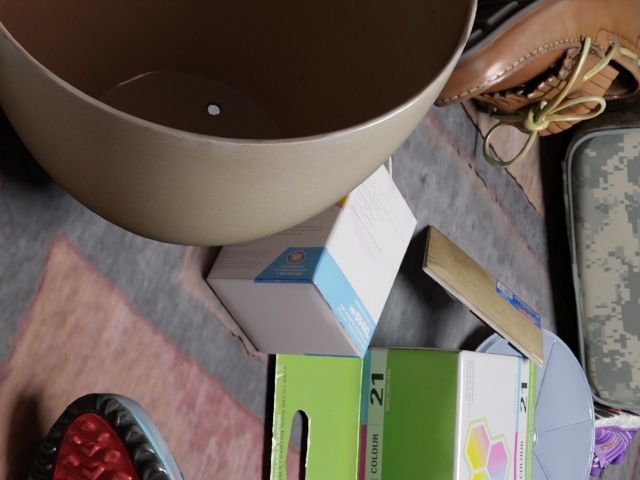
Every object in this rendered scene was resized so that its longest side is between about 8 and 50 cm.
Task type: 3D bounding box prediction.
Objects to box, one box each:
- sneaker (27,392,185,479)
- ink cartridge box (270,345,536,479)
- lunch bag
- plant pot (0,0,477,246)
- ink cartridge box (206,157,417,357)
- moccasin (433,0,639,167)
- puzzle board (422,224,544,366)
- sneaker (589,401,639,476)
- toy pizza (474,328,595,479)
[{"bbox_3d":[-0.108,0.206,1.070,0.125,0.104,0.262,-72,148,-69],"label":"sneaker"},{"bbox_3d":[0.067,0.176,1.314,0.255,0.097,0.189,11,80,-57],"label":"ink cartridge box"},{"bbox_3d":[0.365,-0.010,1.691,0.256,0.212,0.305,-47,131,-68],"label":"lunch bag"},{"bbox_3d":[-0.070,-0.107,0.992,0.284,0.284,0.191,-61,173,-38],"label":"plant pot"},{"bbox_3d":[0.000,0.000,1.214,0.090,0.092,0.143,57,45,-40],"label":"ink cartridge box"},{"bbox_3d":[0.196,-0.150,1.492,0.380,0.139,0.147,-19,93,-65],"label":"moccasin"},{"bbox_3d":[0.135,0.046,1.408,0.128,0.011,0.096,40,19,-9],"label":"puzzle board"},{"bbox_3d":[0.264,0.194,1.650,0.170,0.068,0.071,15,90,-53],"label":"sneaker"},{"bbox_3d":[0.174,0.175,1.518,0.201,0.032,0.201,1,89,-42],"label":"toy pizza"}]
